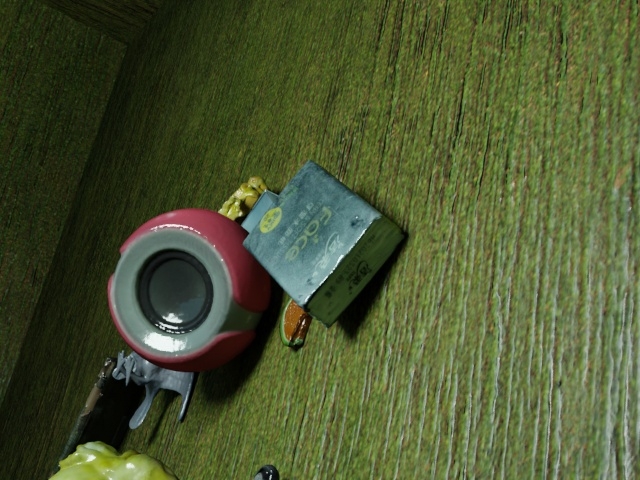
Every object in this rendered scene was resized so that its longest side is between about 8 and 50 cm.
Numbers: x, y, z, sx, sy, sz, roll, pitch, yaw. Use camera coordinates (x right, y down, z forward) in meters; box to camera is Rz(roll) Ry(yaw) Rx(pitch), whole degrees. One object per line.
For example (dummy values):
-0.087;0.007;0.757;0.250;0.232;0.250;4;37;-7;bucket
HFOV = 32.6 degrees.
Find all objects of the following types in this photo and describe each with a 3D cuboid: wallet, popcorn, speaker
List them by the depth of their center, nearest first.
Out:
-0.361;0.509;1.858;0.312;0.312;0.312;-48;28;36;popcorn
-0.235;0.096;1.962;0.294;0.294;0.294;-48;28;36;speaker
-0.477;0.402;2.357;0.044;0.169;0.317;24;89;26;wallet

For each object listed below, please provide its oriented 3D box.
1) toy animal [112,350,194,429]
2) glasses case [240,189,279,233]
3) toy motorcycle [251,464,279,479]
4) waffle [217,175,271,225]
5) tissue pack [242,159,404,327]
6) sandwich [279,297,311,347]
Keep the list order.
-0.321;0.257;2.209;0.239;0.176;0.255;25;108;50;toy animal
-0.133;0.037;2.104;0.266;0.056;0.105;-54;49;27;glasses case
-0.079;0.421;1.553;0.152;0.073;0.225;-65;21;6;toy motorcycle
-0.172;-0.042;2.169;0.211;0.055;0.160;-52;-5;18;waffle
0.000;0.000;1.710;0.185;0.081;0.257;-52;34;3;tissue pack
-0.041;0.136;1.818;0.069;0.026;0.101;-52;29;21;sandwich
